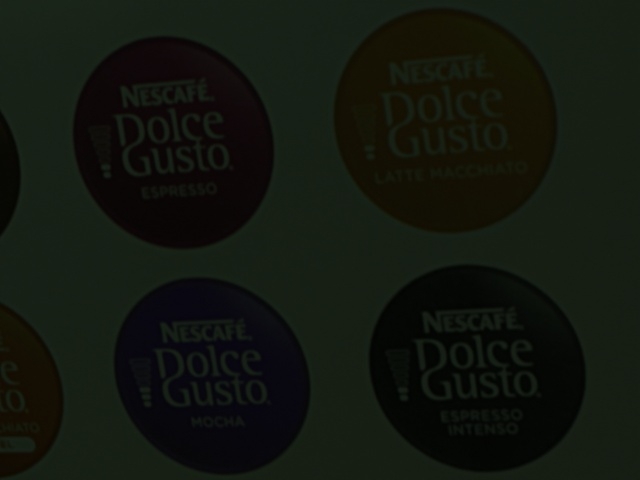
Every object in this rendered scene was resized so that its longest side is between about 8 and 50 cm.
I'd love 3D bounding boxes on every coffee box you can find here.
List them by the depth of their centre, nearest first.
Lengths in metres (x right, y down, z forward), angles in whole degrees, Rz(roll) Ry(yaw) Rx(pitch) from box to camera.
[{"bbox_3d":[-0.002,0.024,0.600,0.337,0.334,0.338,-3,16,19],"label":"coffee box"}]
